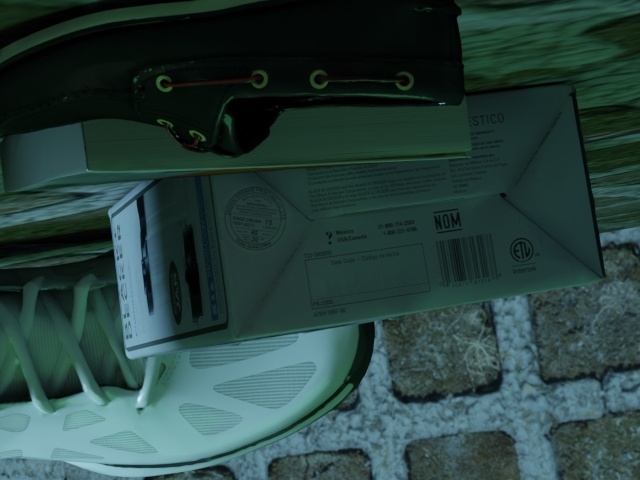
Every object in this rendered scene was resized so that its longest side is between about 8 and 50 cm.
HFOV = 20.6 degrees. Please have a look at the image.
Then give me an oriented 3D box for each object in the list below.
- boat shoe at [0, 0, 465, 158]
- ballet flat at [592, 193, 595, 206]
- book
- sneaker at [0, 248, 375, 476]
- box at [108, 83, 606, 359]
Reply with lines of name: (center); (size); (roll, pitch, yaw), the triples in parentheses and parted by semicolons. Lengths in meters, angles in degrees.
boat shoe: (-0.028, -0.042, 0.452); (0.133, 0.042, 0.049); (-8, 179, 16)
ballet flat: (0.053, 0.012, 1.105); (0.247, 0.083, 0.087); (-10, 145, -12)
book: (-0.032, -0.036, 0.633); (0.144, 0.035, 0.096); (-7, 179, -27)
sneaker: (-0.198, 0.088, 1.116); (0.447, 0.169, 0.257); (-7, 179, 10)
box: (0.000, 0.000, 0.851); (0.169, 0.087, 0.290); (-8, 176, -14)
